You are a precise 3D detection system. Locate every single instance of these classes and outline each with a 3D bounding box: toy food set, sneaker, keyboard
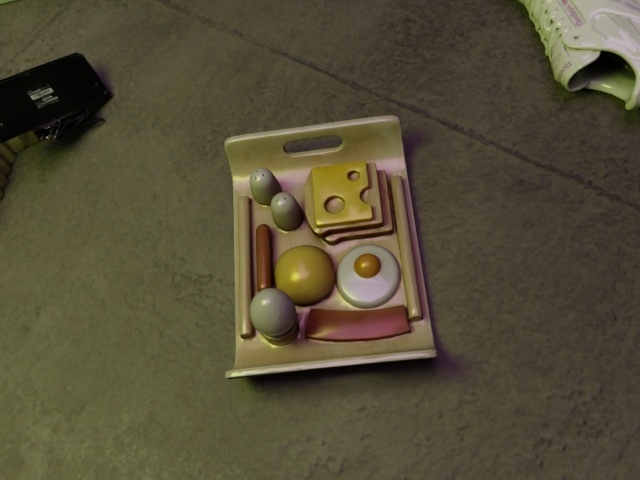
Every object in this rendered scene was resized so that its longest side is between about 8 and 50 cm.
[{"bbox_3d":[0.000,0.000,0.774,0.220,0.092,0.305,-7,62,6],"label":"toy food set"},{"bbox_3d":[0.316,-0.277,0.852,0.152,0.114,0.305,-39,64,-12],"label":"sneaker"},{"bbox_3d":[-0.368,-0.176,0.917,0.100,0.038,0.192,56,46,-8],"label":"keyboard"}]

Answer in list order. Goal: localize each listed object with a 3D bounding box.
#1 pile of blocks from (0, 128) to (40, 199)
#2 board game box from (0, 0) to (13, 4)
[{"bbox_3d":[-0.492,-0.071,0.880,0.149,0.112,0.362,7,64,13],"label":"pile of blocks"},{"bbox_3d":[-0.436,-0.504,0.979,0.318,0.318,0.065,-15,60,0],"label":"board game box"}]
